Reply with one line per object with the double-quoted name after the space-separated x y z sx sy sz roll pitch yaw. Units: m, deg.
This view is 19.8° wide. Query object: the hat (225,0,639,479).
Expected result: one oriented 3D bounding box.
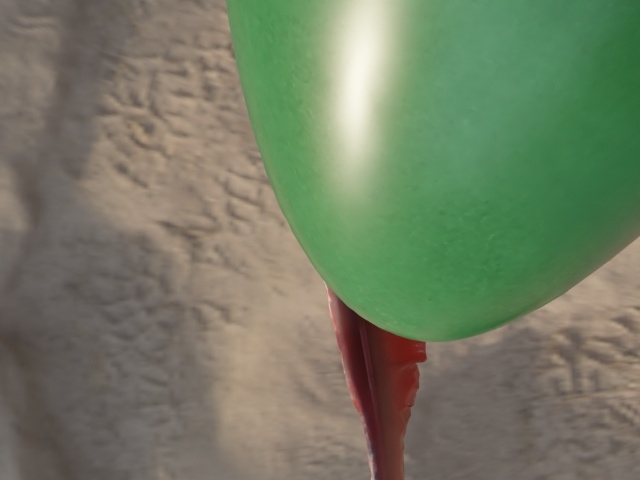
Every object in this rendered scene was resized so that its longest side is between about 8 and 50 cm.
0.000 0.000 0.400 0.208 0.173 0.183 34 101 -20 "hat"
